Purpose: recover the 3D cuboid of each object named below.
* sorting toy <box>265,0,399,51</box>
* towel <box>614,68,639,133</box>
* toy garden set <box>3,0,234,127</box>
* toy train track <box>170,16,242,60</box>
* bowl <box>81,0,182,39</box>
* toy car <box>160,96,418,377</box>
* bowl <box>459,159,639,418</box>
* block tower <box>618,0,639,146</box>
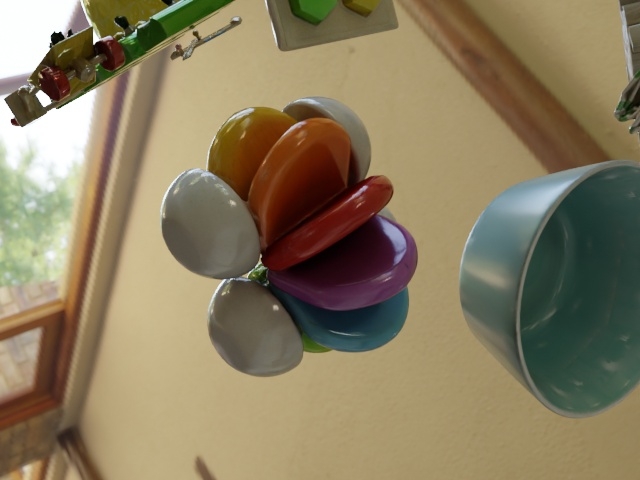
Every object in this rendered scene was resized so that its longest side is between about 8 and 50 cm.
[{"bbox_3d":[0.006,-0.319,1.135,0.038,0.208,0.193,-8,-81,46],"label":"sorting toy"},{"bbox_3d":[0.400,-0.242,0.872,0.038,0.248,0.325,47,-47,21],"label":"towel"},{"bbox_3d":[-0.199,-0.168,0.909,0.244,0.204,0.049,-14,-69,53],"label":"toy garden set"},{"bbox_3d":[-0.115,-0.201,0.997,0.083,0.048,0.014,-22,-61,23],"label":"toy train track"},{"bbox_3d":[-0.206,-0.384,1.260,0.156,0.289,0.289,48,-24,-27],"label":"bowl"},{"bbox_3d":[0.000,0.000,0.664,0.136,0.159,0.182,11,-50,45],"label":"toy car"},{"bbox_3d":[0.289,0.043,1.251,0.163,0.311,0.312,20,-57,51],"label":"bowl"},{"bbox_3d":[0.438,-0.220,1.297,0.335,0.097,0.091,48,34,-64],"label":"block tower"}]
